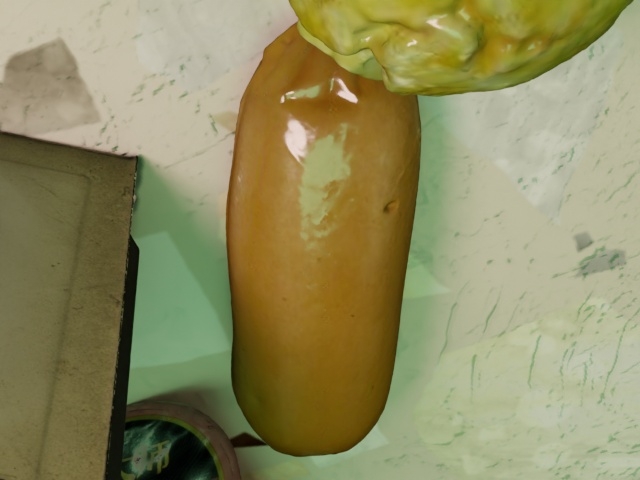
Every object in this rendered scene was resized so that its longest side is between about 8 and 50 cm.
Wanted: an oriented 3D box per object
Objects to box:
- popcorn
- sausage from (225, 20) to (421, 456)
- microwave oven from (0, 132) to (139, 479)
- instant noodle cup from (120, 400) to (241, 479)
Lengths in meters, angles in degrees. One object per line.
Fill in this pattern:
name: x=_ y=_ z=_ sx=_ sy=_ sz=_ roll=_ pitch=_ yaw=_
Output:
popcorn: x=0.069 y=-0.174 z=0.641 sx=0.204 sy=0.221 sz=0.184 roll=-22 pitch=130 yaw=-5
sausage: x=-0.001 y=0.003 z=0.854 sx=0.134 sy=0.116 sz=0.354 roll=5 pitch=125 yaw=5
microwave oven: x=-0.290 y=0.125 z=0.746 sx=0.333 sy=0.394 sz=0.247 roll=12 pitch=127 yaw=-12
instant noodle cup: x=-0.115 y=0.302 z=1.029 sx=0.244 sy=0.244 sz=0.255 roll=-22 pitch=135 yaw=14
